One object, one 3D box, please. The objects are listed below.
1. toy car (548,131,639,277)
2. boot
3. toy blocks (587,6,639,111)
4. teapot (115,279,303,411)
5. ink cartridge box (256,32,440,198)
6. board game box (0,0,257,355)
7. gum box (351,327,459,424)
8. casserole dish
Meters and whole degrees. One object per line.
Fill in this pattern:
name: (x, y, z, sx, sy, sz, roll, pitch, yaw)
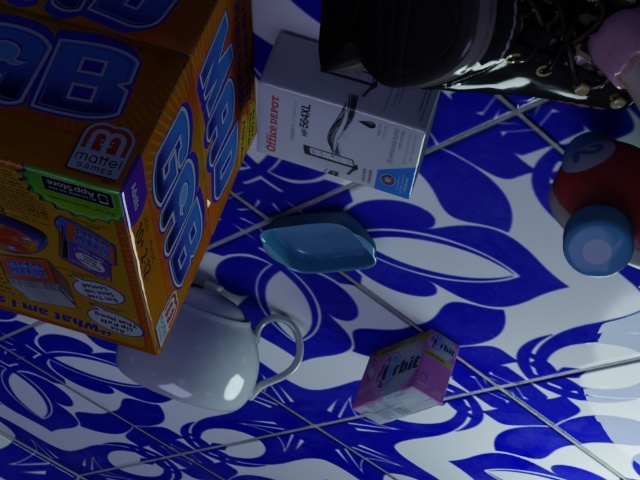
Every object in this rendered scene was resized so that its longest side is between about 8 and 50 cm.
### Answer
toy car: (0.380, -0.085, 1.308, 0.210, 0.219, 0.238, 24, 121, -3)
boot: (0.172, -0.188, 1.112, 0.284, 0.138, 0.377, 4, -177, -16)
toy blocks: (0.397, -0.232, 1.030, 0.289, 0.260, 0.309, 11, 138, -46)
teapot: (-0.197, 0.158, 2.029, 0.252, 0.187, 0.256, 23, -177, 36)
ink cartridge box: (0.030, -0.147, 1.480, 0.203, 0.086, 0.148, 17, 150, 6)
board game box: (-0.301, -0.142, 1.423, 0.357, 0.356, 0.356, 16, 149, 8)
gum box: (0.132, 0.221, 1.987, 0.062, 0.107, 0.188, 33, 148, -19)
casserole dish: (0.000, 0.000, 1.784, 0.188, 0.037, 0.114, -7, 140, 38)
